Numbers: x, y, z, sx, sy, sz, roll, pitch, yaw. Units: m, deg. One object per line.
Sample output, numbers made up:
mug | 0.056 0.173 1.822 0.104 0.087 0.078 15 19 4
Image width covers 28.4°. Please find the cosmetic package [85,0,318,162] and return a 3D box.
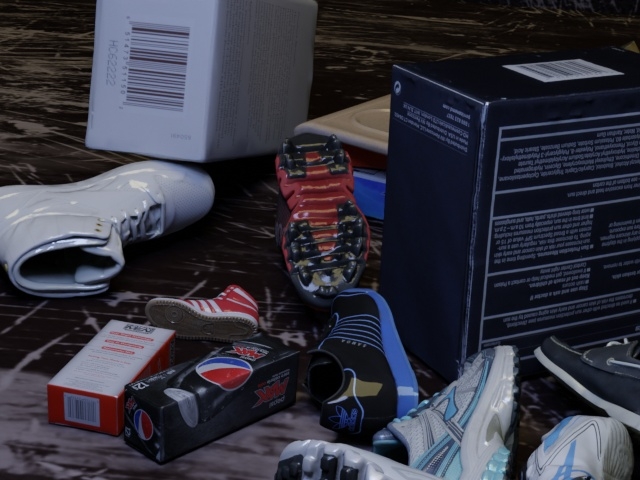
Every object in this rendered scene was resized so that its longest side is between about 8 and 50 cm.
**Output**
cosmetic package | -0.144 -0.233 1.708 0.162 0.230 0.453 8 7 14

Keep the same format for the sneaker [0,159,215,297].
sneaker | -0.233 -0.005 1.449 0.293 0.108 0.169 -12 34 -26

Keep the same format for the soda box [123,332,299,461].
soda box | -0.096 0.139 1.145 0.053 0.060 0.169 23 29 38

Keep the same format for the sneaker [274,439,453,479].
sneaker | 0.083 0.210 0.868 0.118 0.110 0.292 3 9 -46

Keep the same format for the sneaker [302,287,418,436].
sneaker | 0.024 0.109 1.210 0.091 0.081 0.232 3 21 -13

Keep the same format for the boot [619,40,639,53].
boot | 0.413 -0.106 1.577 0.089 0.269 0.236 -29 3 41

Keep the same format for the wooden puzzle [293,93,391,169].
wooden puzzle | 0.189 -0.131 1.684 0.348 0.080 0.322 14 24 34

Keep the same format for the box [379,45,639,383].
box | 0.228 -0.034 1.308 0.296 0.294 0.183 -8 22 -26

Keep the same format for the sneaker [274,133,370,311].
sneaker | 0.000 0.000 1.439 0.098 0.135 0.276 -3 39 -5

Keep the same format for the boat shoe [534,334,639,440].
boat shoe | 0.279 0.129 1.154 0.084 0.079 0.233 37 -2 -24

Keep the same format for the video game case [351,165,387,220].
video game case | 0.164 -0.081 1.729 0.270 0.061 0.244 15 26 26

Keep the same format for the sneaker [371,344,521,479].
sneaker | 0.103 0.164 1.052 0.122 0.110 0.283 4 21 11

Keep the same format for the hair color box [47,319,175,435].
hair color box | -0.193 0.126 1.186 0.072 0.043 0.141 9 24 14

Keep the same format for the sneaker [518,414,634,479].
sneaker | 0.191 0.206 0.995 0.086 0.085 0.237 -17 6 24

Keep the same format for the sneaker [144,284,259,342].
sneaker | -0.121 0.073 1.329 0.118 0.042 0.067 11 26 -1
